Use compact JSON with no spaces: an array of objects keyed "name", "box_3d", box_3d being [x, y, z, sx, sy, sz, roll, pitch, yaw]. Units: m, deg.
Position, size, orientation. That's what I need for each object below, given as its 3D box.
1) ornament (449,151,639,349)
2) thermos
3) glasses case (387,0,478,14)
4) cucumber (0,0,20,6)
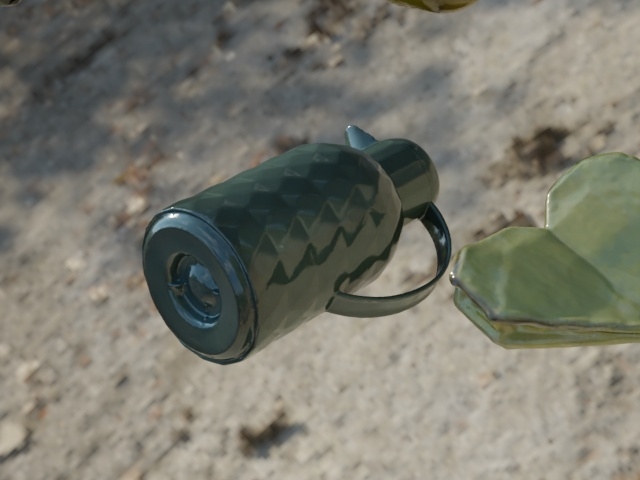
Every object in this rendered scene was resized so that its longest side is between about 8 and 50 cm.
[{"name":"ornament","box_3d":[0.223,0.028,1.339,0.201,0.059,0.180,-35,56,-19]},{"name":"thermos","box_3d":[0.000,0.000,1.444,0.286,0.182,0.145,-27,-23,-38]},{"name":"glasses case","box_3d":[0.046,-0.342,1.145,0.141,0.371,0.173,25,58,38]},{"name":"cucumber","box_3d":[-0.299,-0.234,1.445,0.105,0.048,0.048,34,73,32]}]
